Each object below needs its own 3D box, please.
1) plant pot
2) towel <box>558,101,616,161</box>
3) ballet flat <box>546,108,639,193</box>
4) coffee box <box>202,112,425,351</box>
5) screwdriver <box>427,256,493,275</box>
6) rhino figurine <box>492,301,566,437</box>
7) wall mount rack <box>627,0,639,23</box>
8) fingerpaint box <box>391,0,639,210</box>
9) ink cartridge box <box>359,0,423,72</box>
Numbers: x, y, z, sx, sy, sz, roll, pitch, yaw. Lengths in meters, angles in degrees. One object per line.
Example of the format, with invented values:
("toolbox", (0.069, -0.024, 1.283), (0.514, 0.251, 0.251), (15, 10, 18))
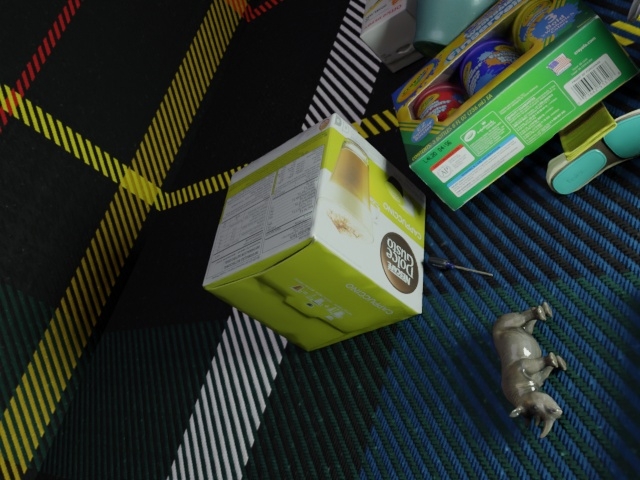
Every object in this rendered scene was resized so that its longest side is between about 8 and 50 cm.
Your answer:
("plant pot", (0.356, -0.572, 1.725), (0.272, 0.272, 0.255), (24, 94, 58))
("towel", (0.491, -0.210, 1.297), (0.102, 0.021, 0.237), (-41, 4, 25))
("ballet flat", (0.527, -0.176, 1.282), (0.248, 0.086, 0.086), (-33, 38, 31))
("coffee box", (0.000, 0.000, 1.542), (0.338, 0.338, 0.334), (-24, 43, 37))
("screwdriver", (0.284, 0.059, 1.424), (0.170, 0.024, 0.025), (21, 106, 50))
("rhino figurine", (0.344, 0.213, 1.147), (0.106, 0.073, 0.243), (-28, 42, 29))
("wall mount rack", (0.688, -0.542, 1.227), (0.130, 0.304, 0.350), (29, 82, 18))
("fingerpaint box", (0.381, -0.336, 1.494), (0.445, 0.163, 0.371), (-38, 27, 23))
("ink cartridge box", (0.239, -0.644, 2.006), (0.171, 0.168, 0.232), (-22, 44, 39))
